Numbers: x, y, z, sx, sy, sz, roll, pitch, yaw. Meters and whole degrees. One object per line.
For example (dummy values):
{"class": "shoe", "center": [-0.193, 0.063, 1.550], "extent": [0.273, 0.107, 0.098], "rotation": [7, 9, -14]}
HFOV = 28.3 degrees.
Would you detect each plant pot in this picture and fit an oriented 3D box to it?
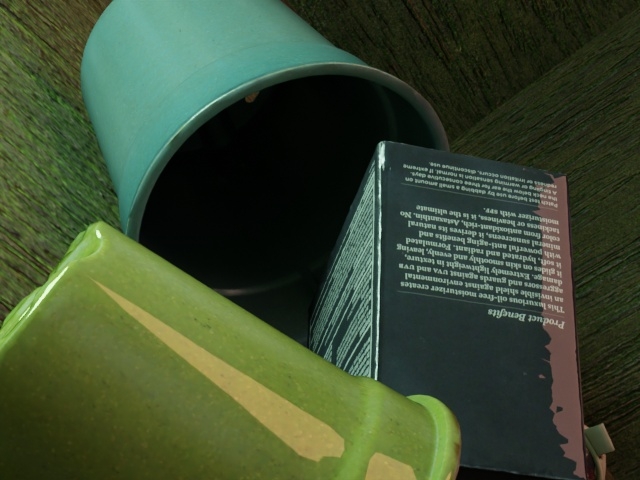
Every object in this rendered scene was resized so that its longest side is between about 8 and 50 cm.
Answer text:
{"class": "plant pot", "center": [-0.089, -0.110, 1.343], "extent": [0.341, 0.341, 0.334], "rotation": [43, 8, -43]}
{"class": "plant pot", "center": [-0.099, 0.134, 0.786], "extent": [0.254, 0.276, 0.276], "rotation": [40, 14, -10]}

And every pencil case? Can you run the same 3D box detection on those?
{"class": "pencil case", "center": [0.349, 0.344, 1.941], "extent": [0.410, 0.183, 0.160], "rotation": [39, 36, -79]}

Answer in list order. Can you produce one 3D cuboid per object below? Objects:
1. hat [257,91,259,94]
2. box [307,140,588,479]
{"class": "hat", "center": [-0.022, -0.155, 2.135], "extent": [0.331, 0.134, 0.331], "rotation": [34, 32, -25]}
{"class": "box", "center": [0.095, 0.127, 1.114], "extent": [0.296, 0.182, 0.294], "rotation": [112, -14, -55]}
